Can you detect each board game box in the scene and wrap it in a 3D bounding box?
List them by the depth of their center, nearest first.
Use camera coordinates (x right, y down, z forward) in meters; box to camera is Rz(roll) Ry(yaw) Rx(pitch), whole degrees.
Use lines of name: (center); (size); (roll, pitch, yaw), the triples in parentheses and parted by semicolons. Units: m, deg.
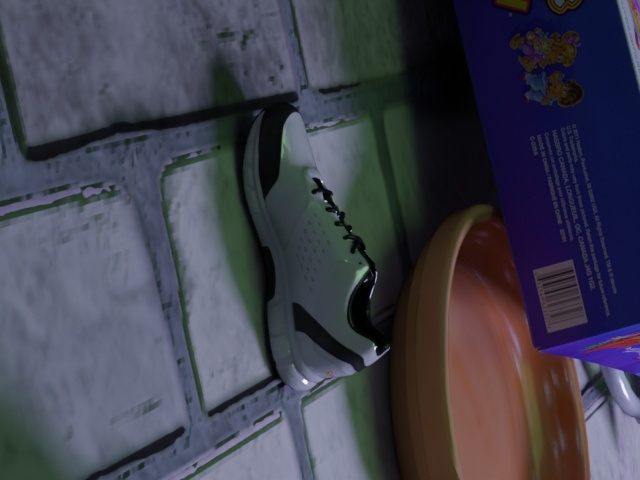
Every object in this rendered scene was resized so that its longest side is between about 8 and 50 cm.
board game box: (0.138, -0.111, 0.977); (0.233, 0.078, 0.347); (18, 58, -67)

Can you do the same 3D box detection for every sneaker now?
sneaker: (0.000, 0.000, 0.709); (0.040, 0.044, 0.109); (-7, 85, -65)

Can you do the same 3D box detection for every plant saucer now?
plant saucer: (0.077, 0.084, 0.863); (0.200, 0.037, 0.200); (-11, 90, -67)

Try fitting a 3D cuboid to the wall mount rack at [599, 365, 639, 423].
wall mount rack: (0.270, 0.009, 1.228); (0.350, 0.130, 0.304); (16, 66, -66)
